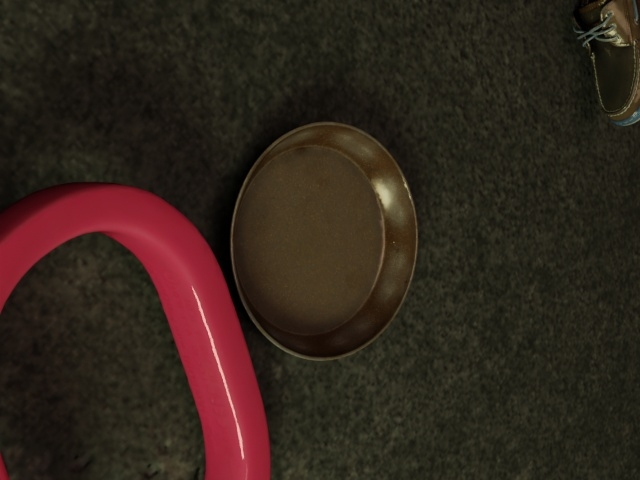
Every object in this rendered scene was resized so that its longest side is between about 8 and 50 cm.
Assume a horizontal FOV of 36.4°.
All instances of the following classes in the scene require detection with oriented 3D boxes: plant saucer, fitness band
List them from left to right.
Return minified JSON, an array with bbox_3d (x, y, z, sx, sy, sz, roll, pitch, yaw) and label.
[{"bbox_3d":[-0.122,0.110,0.565,0.209,0.054,0.291,-37,121,-46],"label":"fitness band"},{"bbox_3d":[0.000,0.000,0.696,0.168,0.029,0.169,-3,95,-38],"label":"plant saucer"}]

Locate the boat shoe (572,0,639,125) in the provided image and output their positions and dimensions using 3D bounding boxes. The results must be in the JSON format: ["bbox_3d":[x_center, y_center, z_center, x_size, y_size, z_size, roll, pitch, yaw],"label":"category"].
[{"bbox_3d":[0.258,-0.194,0.871,0.066,0.066,0.183,8,78,-33],"label":"boat shoe"}]
